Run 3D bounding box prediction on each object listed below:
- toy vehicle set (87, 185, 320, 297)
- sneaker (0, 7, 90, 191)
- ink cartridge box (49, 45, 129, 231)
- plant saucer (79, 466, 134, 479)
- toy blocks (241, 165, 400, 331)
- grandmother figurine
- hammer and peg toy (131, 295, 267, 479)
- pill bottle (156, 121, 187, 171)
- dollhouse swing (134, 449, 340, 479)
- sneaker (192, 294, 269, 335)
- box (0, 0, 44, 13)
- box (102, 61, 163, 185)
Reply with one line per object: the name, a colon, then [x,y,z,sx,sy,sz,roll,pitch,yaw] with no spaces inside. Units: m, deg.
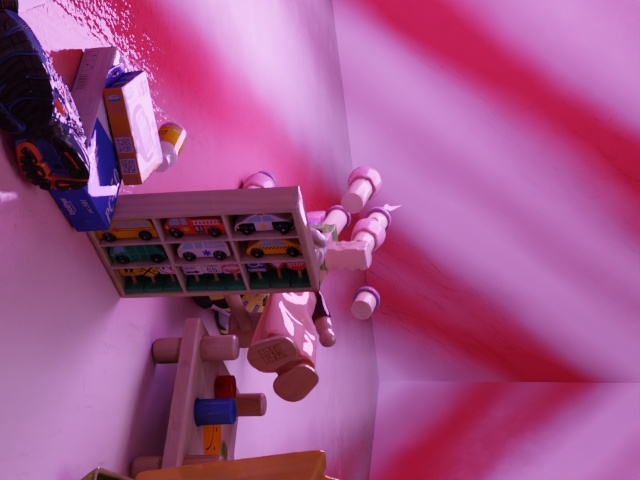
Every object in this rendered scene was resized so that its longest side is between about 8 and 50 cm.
toy vehicle set: [-0.143,0.006,1.178,0.166,0.266,0.035,75,16,-50]
sneaker: [-0.291,-0.144,0.950,0.221,0.083,0.087,84,-4,-53]
ink cartridge box: [-0.265,-0.122,1.129,0.097,0.046,0.207,73,19,-53]
plant saucer: [-0.258,0.371,1.114,0.188,0.045,0.188,65,26,-67]
toy blocks: [0.000,0.000,1.906,0.260,0.288,0.309,-57,142,-63]
grandmother figurine: [-0.047,0.083,1.504,0.342,0.104,0.208,-82,150,-57]
hammer and peg toy: [-0.168,0.233,1.409,0.266,0.127,0.361,73,17,-54]
pill bottle: [-0.223,-0.133,1.373,0.083,0.043,0.043,-78,164,-53]
dollhouse swing: [-0.101,0.482,1.084,0.305,0.315,0.347,-98,-179,-57]
sneaker: [-0.121,0.069,1.627,0.385,0.147,0.145,64,29,-65]
box: [-0.310,-0.277,0.972,0.067,0.018,0.083,-67,154,-67]
box: [-0.225,-0.143,1.145,0.081,0.028,0.136,-67,154,-63]
